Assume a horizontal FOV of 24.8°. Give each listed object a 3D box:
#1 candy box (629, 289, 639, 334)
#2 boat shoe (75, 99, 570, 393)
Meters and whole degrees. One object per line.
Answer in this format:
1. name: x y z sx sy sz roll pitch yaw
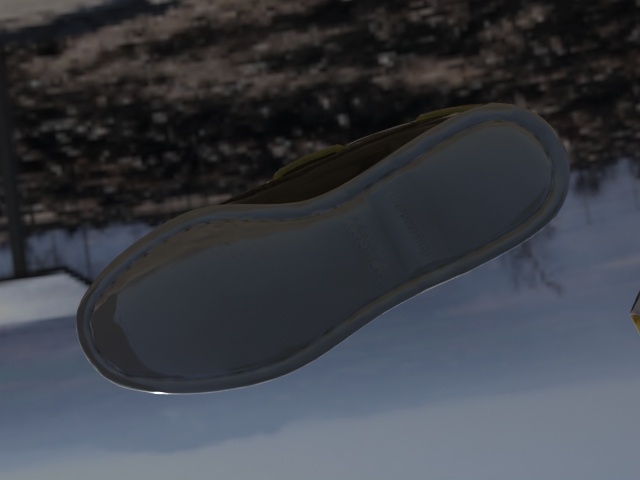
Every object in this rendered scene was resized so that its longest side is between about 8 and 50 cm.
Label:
1. candy box: 0.361 0.023 1.277 0.071 0.233 0.159 7 -148 -12
2. boat shoe: 0.002 0.004 0.864 0.305 0.109 0.091 -24 -174 10
